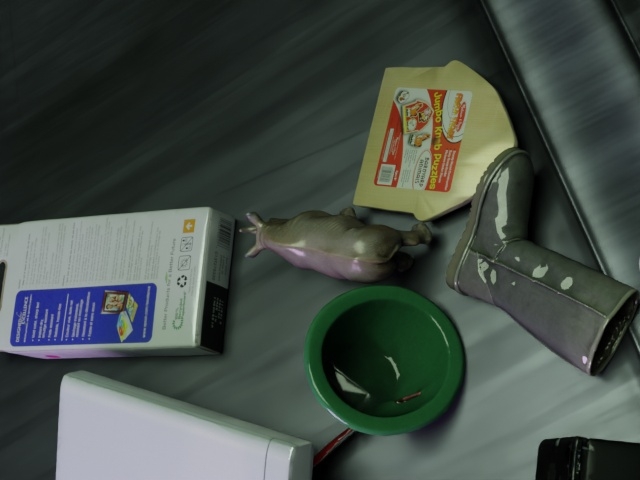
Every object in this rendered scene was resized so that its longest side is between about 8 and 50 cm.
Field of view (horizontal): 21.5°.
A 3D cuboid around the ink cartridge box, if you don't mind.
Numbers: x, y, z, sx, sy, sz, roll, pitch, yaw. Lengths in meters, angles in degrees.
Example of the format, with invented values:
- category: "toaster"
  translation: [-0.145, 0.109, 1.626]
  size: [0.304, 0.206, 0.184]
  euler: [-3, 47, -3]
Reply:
- category: "ink cartridge box"
  translation: [-0.280, 0.059, 2.134]
  size: [0.371, 0.069, 0.175]
  euler: [-3, 74, 31]

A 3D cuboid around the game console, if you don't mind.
- category: "game console"
  translation: [0.275, 0.267, 1.727]
  size: [0.107, 0.071, 0.122]
  euler: [-19, 60, 61]

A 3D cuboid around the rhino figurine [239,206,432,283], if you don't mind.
- category: "rhino figurine"
  translation: [0.000, 0.000, 1.929]
  size: [0.243, 0.106, 0.073]
  euler: [10, 107, 37]

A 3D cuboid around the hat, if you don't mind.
- category: "hat"
  translation: [0.042, 0.167, 1.907]
  size: [0.208, 0.183, 0.173]
  euler: [-17, 71, -19]

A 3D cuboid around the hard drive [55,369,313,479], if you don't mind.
- category: "hard drive"
  translation: [-0.168, 0.302, 1.947]
  size: [0.353, 0.047, 0.233]
  euler: [13, 104, 36]

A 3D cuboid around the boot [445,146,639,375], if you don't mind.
- category: "boot"
  translation: [0.246, 0.019, 1.787]
  size: [0.208, 0.076, 0.189]
  euler: [28, 106, 43]

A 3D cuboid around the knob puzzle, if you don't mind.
- category: "knob puzzle"
  translation: [0.143, -0.111, 1.926]
  size: [0.213, 0.030, 0.213]
  euler: [-12, 68, 31]
